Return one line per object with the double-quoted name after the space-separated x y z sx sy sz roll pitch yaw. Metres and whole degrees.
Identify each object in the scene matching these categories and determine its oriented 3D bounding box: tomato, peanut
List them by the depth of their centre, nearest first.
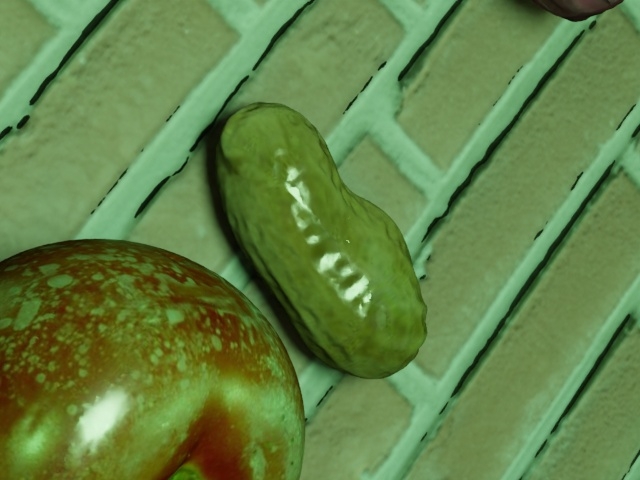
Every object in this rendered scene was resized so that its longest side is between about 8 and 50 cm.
-0.150 0.127 1.094 0.270 0.223 0.270 -24 128 -35 "tomato"
0.000 0.000 1.260 0.226 0.095 0.108 55 49 -16 "peanut"

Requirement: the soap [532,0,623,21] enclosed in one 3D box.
0.147 -0.309 1.275 0.127 0.220 0.325 -41 109 -20 "soap"
